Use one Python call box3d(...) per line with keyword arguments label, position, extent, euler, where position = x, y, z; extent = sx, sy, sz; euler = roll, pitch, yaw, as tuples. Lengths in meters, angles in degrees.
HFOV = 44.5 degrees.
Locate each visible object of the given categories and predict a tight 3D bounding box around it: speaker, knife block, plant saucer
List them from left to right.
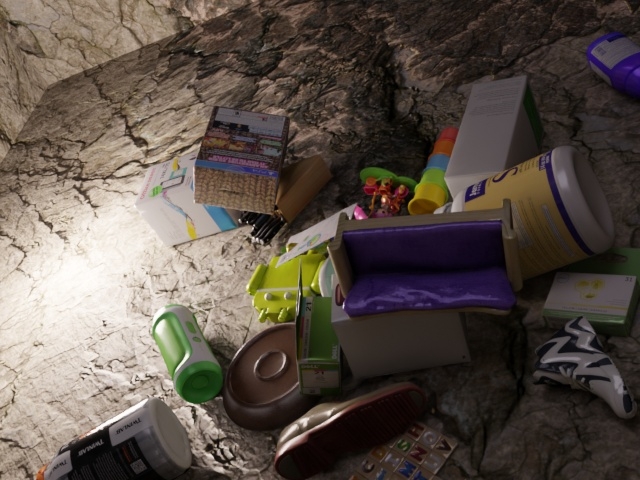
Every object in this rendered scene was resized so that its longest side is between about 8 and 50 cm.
box3d(label="speaker", position=(-0.345, 0.285, 2.004), extent=(0.131, 0.131, 0.296), euler=(-35, 38, -4))
box3d(label="plant saucer", position=(-0.109, 0.310, 1.878), extent=(0.310, 0.050, 0.310), euler=(-19, 38, 16))
box3d(label="knife block", position=(-0.102, -0.112, 2.308), extent=(0.276, 0.088, 0.242), euler=(-20, 40, 15))

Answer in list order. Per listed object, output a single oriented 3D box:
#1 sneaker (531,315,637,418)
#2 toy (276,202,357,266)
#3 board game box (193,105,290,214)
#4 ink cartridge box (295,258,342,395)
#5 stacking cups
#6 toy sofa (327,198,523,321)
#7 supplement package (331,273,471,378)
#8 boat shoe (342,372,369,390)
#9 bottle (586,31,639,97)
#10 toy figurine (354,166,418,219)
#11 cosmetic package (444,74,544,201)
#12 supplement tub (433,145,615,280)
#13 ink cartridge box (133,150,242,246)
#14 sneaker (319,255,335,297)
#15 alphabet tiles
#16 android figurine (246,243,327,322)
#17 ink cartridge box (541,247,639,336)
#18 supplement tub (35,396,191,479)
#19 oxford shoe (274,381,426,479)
box3d(label="sneaker", position=(0.484, 0.264, 1.483), extent=(0.153, 0.094, 0.235), euler=(-32, 44, 14))
box3d(label="toy", position=(0.000, 0.000, 2.032), extent=(0.237, 0.056, 0.137), euler=(-24, 25, 32))
box3d(label="board game box", position=(-0.224, -0.237, 2.264), extent=(0.232, 0.141, 0.291), euler=(9, 45, 0))
box3d(label="ink cartridge box", position=(0.000, 0.192, 1.712), extent=(0.097, 0.255, 0.189), euler=(1, 45, 3))
box3d(label="stacking cups", position=(0.324, -0.188, 2.095), extent=(0.096, 0.096, 0.316), euler=(-3, 45, 33))
box3d(label="toy sofa", position=(0.206, 0.039, 1.534), extent=(0.362, 0.150, 0.177), euler=(-4, 42, 16))
box3d(label="supplement package", position=(0.173, 0.166, 1.682), extent=(0.262, 0.204, 0.145), euler=(-11, 42, 12))
box3d(label="boat shoe", position=(0.085, 0.302, 1.758), extent=(0.100, 0.035, 0.035), euler=(-28, 38, 5))
box3d(label="bottle", position=(0.806, -0.446, 2.041), extent=(0.118, 0.092, 0.283), euler=(-28, 38, 7))
box3d(label="toy figurine", position=(0.162, -0.094, 2.103), extent=(0.173, 0.130, 0.159), euler=(10, 65, 26))
box3d(label="cosmetic package", position=(0.442, -0.219, 1.959), extent=(0.155, 0.197, 0.365), euler=(-5, 47, 30))
box3d(label="supplement tub", position=(0.436, -0.038, 1.699), extent=(0.331, 0.241, 0.241), euler=(-24, 36, 30))
box3d(label="ink cartridge box", position=(-0.402, -0.138, 2.454), extent=(0.270, 0.197, 0.198), euler=(-15, 40, 21))
box3d(label="sneaker", position=(0.090, 0.064, 1.965), extent=(0.151, 0.094, 0.256), euler=(-17, 37, 30))
box3d(label="alphabet tiles", position=(0.160, 0.469, 1.543), extent=(0.198, 0.009, 0.237), euler=(20, 61, 46))
box3d(label="android figurine", position=(-0.082, 0.112, 2.073), extent=(0.248, 0.056, 0.273), euler=(-3, 44, 32))
box3d(label="ink cartridge box", position=(0.582, 0.087, 1.638), extent=(0.171, 0.056, 0.235), euler=(3, 51, 38))
box3d(label="supplement tub", position=(-0.471, 0.511, 1.785), extent=(0.316, 0.193, 0.193), euler=(-30, 37, 2))
box3d(label="oxford shoe", position=(0.052, 0.367, 1.636), extent=(0.348, 0.123, 0.130), euler=(-27, 28, 9))
